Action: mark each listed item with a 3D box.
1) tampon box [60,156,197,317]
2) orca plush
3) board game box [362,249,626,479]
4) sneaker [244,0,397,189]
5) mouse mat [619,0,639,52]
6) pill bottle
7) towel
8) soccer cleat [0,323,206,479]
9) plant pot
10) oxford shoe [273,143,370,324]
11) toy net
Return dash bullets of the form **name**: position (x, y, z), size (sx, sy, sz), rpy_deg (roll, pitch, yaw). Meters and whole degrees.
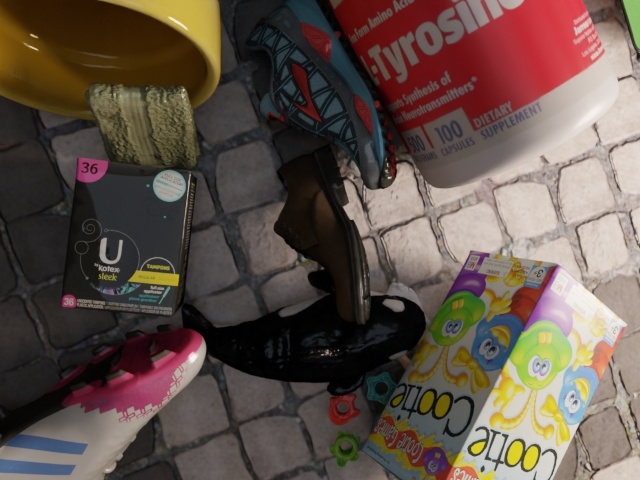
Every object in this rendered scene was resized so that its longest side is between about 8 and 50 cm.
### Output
- **tampon box**: position (-0.211, -0.004, 0.685), size (0.121, 0.101, 0.160), rpy_deg (6, 91, -8)
- **orca plush**: position (-0.021, 0.104, 0.693), size (0.288, 0.102, 0.151), rpy_deg (10, 89, 3)
- **board game box**: position (0.198, 0.169, 0.691), size (0.144, 0.142, 0.275), rpy_deg (35, 80, -25)
- **sneaker**: position (-0.004, -0.156, 0.700), size (0.125, 0.104, 0.261), rpy_deg (-29, 71, 6)
- **mouse mat**: position (0.431, -0.347, 0.785), size (0.153, 0.007, 0.189), rpy_deg (-21, 93, -24)
- **pill bottle**: position (0.124, -0.280, 0.643), size (0.229, 0.229, 0.407), rpy_deg (-32, 100, -5)
- **towel**: position (-0.191, -0.121, 0.667), size (0.110, 0.148, 0.027), rpy_deg (0, 66, -8)
- **soccer cleat**: position (-0.265, 0.218, 0.693), size (0.331, 0.116, 0.143), rpy_deg (-27, 111, -4)
- **plant pot**: position (-0.227, -0.280, 0.616), size (0.254, 0.254, 0.238), rpy_deg (1, 76, -8)
- **oxford shoe**: position (0.000, 0.000, 0.700), size (0.096, 0.082, 0.227), rpy_deg (-18, 60, 1)
- **toy net**: position (0.075, 0.167, 0.762), size (0.122, 0.045, 0.232), rpy_deg (3, 89, 3)
